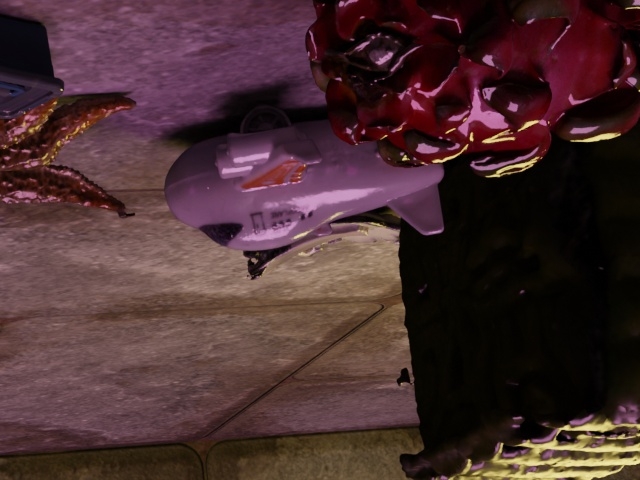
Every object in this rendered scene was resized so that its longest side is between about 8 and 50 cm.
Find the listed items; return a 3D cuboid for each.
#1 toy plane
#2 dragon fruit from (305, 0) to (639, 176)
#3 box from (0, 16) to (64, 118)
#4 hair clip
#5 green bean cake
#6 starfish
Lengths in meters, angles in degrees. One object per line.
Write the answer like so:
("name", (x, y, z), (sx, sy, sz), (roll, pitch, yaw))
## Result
("toy plane", (-0.014, -0.047, 1.597), (0.245, 0.117, 0.244), (-7, 167, -2))
("dragon fruit", (0.126, -0.142, 1.184), (0.273, 0.218, 0.198), (-14, -158, 7))
("box", (-0.239, -0.127, 1.306), (0.074, 0.054, 0.099), (-18, 162, 41))
("hair clip", (0.000, 0.000, 1.918), (0.172, 0.049, 0.116), (-17, 167, 24))
("green bean cake", (0.206, 0.056, 1.716), (0.218, 0.319, 0.335), (6, 157, -31))
("starfish", (-0.290, -0.059, 1.489), (0.294, 0.084, 0.301), (-7, 161, 4))
